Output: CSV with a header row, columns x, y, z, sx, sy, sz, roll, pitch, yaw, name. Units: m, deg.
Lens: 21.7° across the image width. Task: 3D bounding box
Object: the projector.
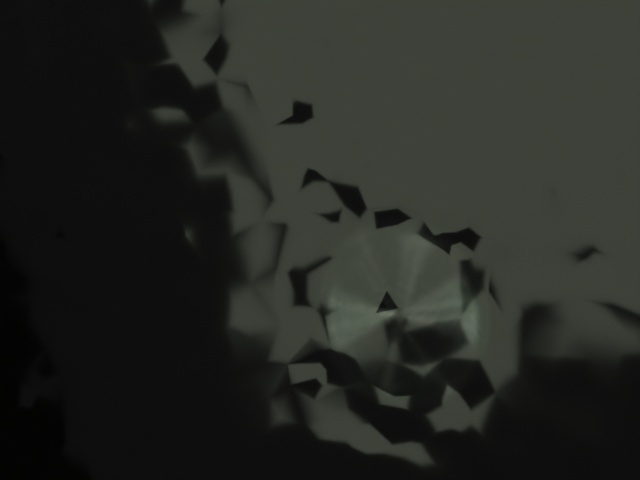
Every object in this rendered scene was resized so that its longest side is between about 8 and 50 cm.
x,y,z,sx,sy,sz,roll,pitch,yaw,name
0.075,0.007,0.518,0.405,0.242,0.395,-27,85,29,projector
